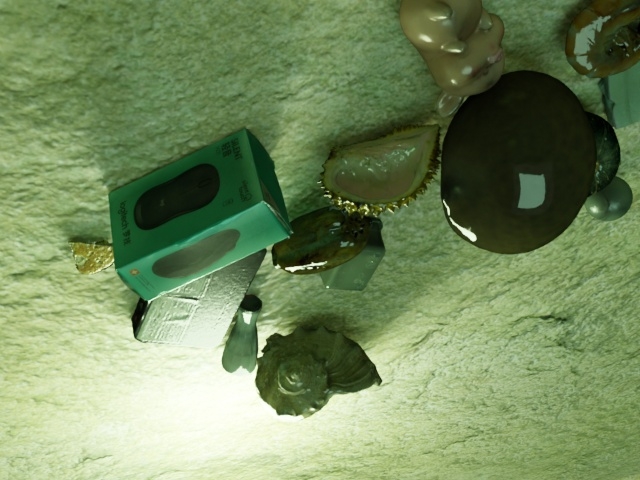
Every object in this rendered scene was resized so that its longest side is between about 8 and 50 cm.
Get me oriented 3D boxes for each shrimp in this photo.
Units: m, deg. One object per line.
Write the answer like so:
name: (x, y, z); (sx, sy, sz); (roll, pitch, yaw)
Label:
shrimp: (0.574, -0.400, 1.525); (0.287, 0.063, 0.152); (-32, 114, 8)

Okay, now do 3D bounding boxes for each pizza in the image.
pizza: (-0.455, 0.019, 1.680); (0.123, 0.026, 0.108); (-32, 135, 20)

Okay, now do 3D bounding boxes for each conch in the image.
conch: (-0.002, 0.302, 2.034); (0.297, 0.210, 0.352); (-5, -175, 8)

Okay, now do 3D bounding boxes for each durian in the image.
durian: (0.117, -0.119, 1.611); (0.249, 0.183, 0.138); (-14, 160, -5)

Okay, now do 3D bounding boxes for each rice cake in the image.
rice cake: (0.616, -0.322, 1.663); (0.127, 0.043, 0.237); (-21, 138, 3)

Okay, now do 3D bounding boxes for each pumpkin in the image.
pumpkin: (0.512, -0.171, 1.709); (0.190, 0.146, 0.190); (-8, 105, -30)

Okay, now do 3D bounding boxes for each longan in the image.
longan: (0.361, -0.136, 1.556); (0.288, 0.288, 0.350); (-2, 115, -18)

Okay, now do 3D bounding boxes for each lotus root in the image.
lotus root: (0.000, 0.000, 1.714); (0.123, 0.124, 0.241); (-6, 169, -45)

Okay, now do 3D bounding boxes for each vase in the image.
vase: (-0.178, 0.218, 1.963); (0.086, 0.086, 0.214); (-2, 132, -18)

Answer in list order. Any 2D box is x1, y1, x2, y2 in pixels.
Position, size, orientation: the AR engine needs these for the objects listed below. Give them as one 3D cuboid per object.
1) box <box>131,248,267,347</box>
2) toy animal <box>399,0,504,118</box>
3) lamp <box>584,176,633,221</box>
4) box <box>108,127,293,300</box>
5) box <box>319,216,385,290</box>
box: (-0.267, 0.102, 1.817); (0.211, 0.058, 0.350); (9, 133, -25)
toy animal: (0.223, -0.343, 1.417); (0.166, 0.154, 0.250); (-41, 134, -4)
lamp: (0.641, -0.094, 1.883); (0.105, 0.105, 0.105); (-10, 139, -9)
box: (-0.227, -0.049, 1.549); (0.311, 0.205, 0.118); (-23, 142, 9)
box: (0.066, 0.035, 1.829); (0.124, 0.093, 0.172); (4, 135, -23)
